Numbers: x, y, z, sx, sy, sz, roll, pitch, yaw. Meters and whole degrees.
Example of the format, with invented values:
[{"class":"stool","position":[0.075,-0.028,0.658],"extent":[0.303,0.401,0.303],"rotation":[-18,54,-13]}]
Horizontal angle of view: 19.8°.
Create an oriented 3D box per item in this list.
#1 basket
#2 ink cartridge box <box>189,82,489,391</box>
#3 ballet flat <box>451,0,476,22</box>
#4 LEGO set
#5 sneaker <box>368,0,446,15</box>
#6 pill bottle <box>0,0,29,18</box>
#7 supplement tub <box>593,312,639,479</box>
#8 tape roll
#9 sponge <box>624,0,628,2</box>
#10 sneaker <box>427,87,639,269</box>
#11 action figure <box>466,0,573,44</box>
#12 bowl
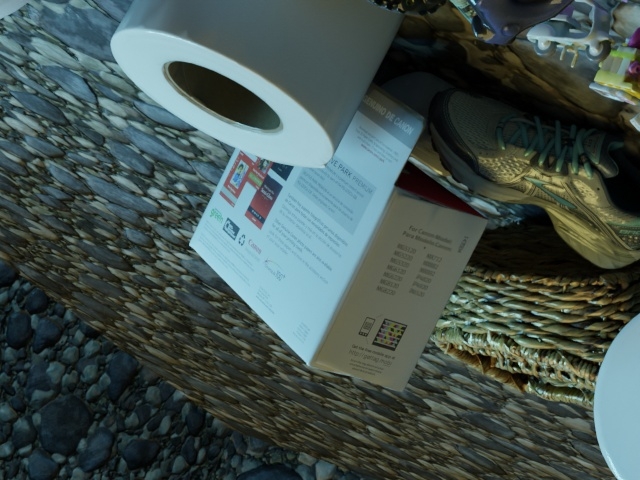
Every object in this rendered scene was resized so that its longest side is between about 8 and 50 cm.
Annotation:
[{"class":"basket","position":[0.264,0.114,2.047],"extent":[0.213,0.223,0.299],"rotation":[-15,-162,-41]},{"class":"ink cartridge box","position":[0.026,-0.037,1.915],"extent":[0.130,0.272,0.309],"rotation":[18,-166,-34]},{"class":"ballet flat","position":[0.110,-0.251,1.578],"extent":[0.188,0.070,0.070],"rotation":[34,164,-29]},{"class":"LEGO set","position":[0.293,-0.153,1.527],"extent":[0.132,0.107,0.287],"rotation":[23,-179,34]},{"class":"sneaker","position":[0.009,-0.274,1.638],"extent":[0.237,0.085,0.086],"rotation":[25,-169,-6]},{"class":"pill bottle","position":[-0.390,-0.379,1.652],"extent":[0.229,0.229,0.407],"rotation":[21,164,21]},{"class":"supplement tub","position":[0.463,0.182,1.871],"extent":[0.331,0.241,0.241],"rotation":[12,178,-41]},{"class":"tape roll","position":[-0.059,-0.205,1.782],"extent":[0.246,0.169,0.246],"rotation":[24,165,7]},{"class":"sponge","position":[0.199,-0.261,1.427],"extent":[0.117,0.031,0.210],"rotation":[23,164,12]},{"class":"sneaker","position":[0.242,-0.086,1.849],"extent":[0.283,0.110,0.122],"rotation":[29,147,-14]},{"class":"action figure","position":[0.179,-0.301,1.193],"extent":[0.330,0.178,0.341],"rotation":[33,132,-32]},{"class":"bowl","position":[0.127,-0.119,1.974],"extent":[0.142,0.053,0.142],"rotation":[33,163,-16]}]
